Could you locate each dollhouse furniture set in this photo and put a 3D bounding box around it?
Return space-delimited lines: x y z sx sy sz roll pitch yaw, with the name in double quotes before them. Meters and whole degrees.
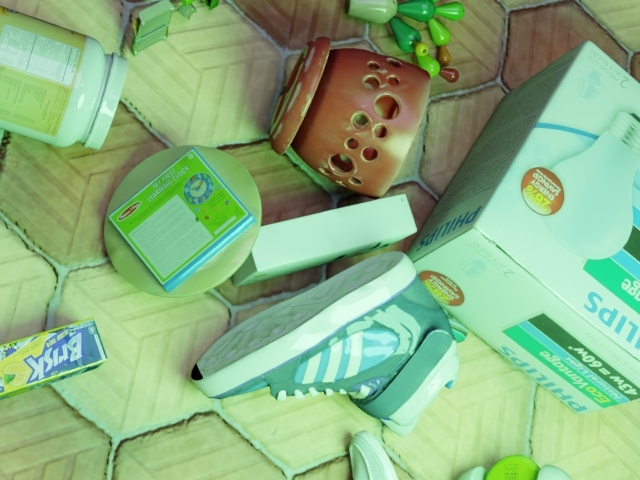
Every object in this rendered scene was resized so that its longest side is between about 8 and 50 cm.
"dollhouse furniture set" -0.209 -0.320 1.596 0.152 0.076 0.058 -35 77 -29

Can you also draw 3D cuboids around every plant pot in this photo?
"plant pot" 0.035 -0.173 1.587 0.174 0.191 0.191 24 66 -8

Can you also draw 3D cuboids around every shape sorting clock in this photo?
"shape sorting clock" -0.174 -0.025 1.490 0.206 0.040 0.206 -3 72 9

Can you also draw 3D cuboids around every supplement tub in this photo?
"supplement tub" -0.352 -0.199 1.453 0.200 0.144 0.144 17 68 -18

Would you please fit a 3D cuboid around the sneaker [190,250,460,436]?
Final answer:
"sneaker" 0.026 0.182 1.508 0.323 0.130 0.236 -29 109 -6

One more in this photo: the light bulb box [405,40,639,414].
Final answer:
"light bulb box" 0.367 -0.012 1.655 0.358 0.225 0.361 38 63 -9

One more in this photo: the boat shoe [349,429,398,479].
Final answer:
"boat shoe" 0.065 0.339 1.517 0.063 0.066 0.184 -15 90 -27

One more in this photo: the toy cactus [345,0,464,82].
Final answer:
"toy cactus" 0.130 -0.341 1.734 0.181 0.112 0.218 2 82 -12

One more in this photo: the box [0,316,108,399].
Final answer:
"box" -0.344 0.146 1.402 0.169 0.054 0.059 -17 81 -26

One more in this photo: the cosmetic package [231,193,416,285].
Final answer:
"cosmetic package" 0.000 0.000 1.567 0.239 0.099 0.060 -14 80 -25

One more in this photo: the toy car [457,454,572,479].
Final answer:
"toy car" 0.269 0.378 1.556 0.136 0.159 0.182 26 60 -52

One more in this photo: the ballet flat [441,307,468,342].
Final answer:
"ballet flat" 0.116 0.097 1.608 0.188 0.070 0.070 10 71 -22
